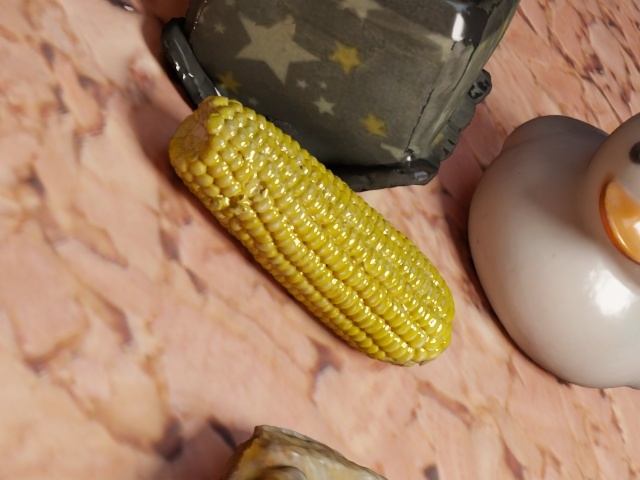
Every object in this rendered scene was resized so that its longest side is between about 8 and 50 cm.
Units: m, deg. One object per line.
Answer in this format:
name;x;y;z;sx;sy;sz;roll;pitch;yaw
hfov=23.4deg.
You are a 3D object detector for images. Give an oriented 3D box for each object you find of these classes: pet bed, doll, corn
pet bed;0.020;-0.128;0.935;0.183;0.159;0.211;28;29;3
doll;0.226;-0.013;1.072;0.251;0.221;0.221;-8;69;-60
corn;0.000;0.000;0.848;0.206;0.067;0.067;42;32;-26

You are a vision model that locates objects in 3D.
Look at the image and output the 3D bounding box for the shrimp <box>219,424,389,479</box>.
shrimp;-0.015;0.145;0.685;0.317;0.077;0.168;34;26;-45
